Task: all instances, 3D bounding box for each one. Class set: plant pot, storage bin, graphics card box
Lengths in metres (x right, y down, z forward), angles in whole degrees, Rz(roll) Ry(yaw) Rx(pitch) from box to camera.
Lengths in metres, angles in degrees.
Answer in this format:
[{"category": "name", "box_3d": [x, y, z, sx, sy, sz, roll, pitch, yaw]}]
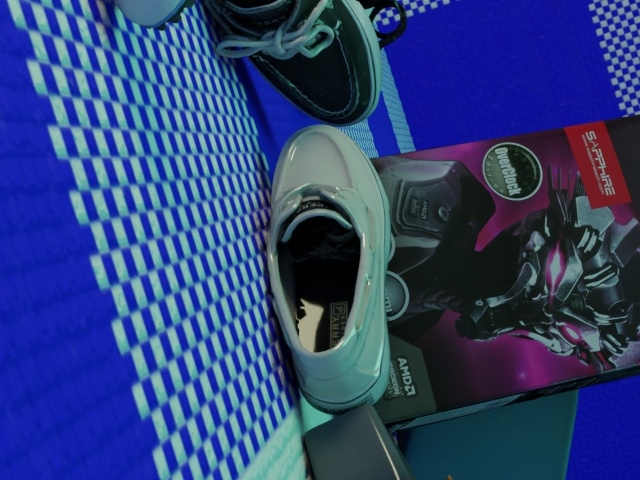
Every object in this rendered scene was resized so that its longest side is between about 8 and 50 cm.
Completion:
[{"category": "plant pot", "box_3d": [0.178, 0.116, 1.233, 0.165, 0.166, 0.234, -86, -176, -66]}, {"category": "storage bin", "box_3d": [0.045, 0.180, 0.867, 0.135, 0.098, 0.091, 61, 5, -52]}, {"category": "graphics card box", "box_3d": [0.181, 0.024, 1.084, 0.094, 0.371, 0.233, 125, -46, -70]}]

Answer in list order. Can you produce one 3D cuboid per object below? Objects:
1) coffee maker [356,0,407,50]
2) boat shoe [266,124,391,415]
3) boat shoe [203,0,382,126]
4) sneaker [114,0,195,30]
[{"category": "coffee maker", "box_3d": [0.031, -0.295, 1.227, 0.171, 0.120, 0.178, 51, 14, 5]}, {"category": "boat shoe", "box_3d": [0.000, 0.000, 0.924, 0.088, 0.096, 0.267, 69, 17, -50]}, {"category": "boat shoe", "box_3d": [-0.037, -0.195, 0.987, 0.105, 0.113, 0.306, -87, 156, -47]}, {"category": "sneaker", "box_3d": [-0.119, -0.232, 0.704, 0.086, 0.085, 0.237, 10, 63, -50]}]
